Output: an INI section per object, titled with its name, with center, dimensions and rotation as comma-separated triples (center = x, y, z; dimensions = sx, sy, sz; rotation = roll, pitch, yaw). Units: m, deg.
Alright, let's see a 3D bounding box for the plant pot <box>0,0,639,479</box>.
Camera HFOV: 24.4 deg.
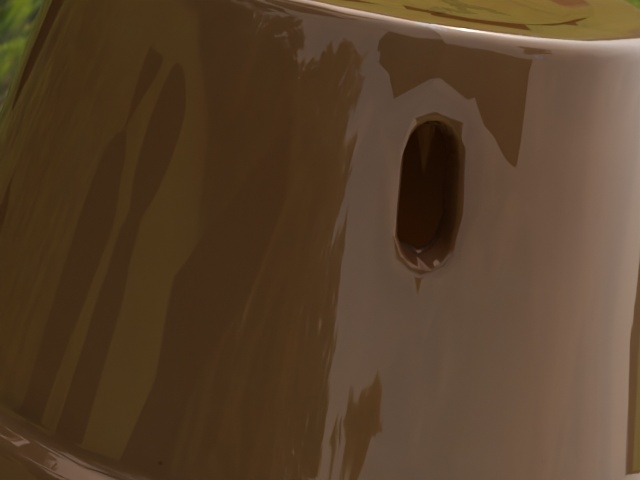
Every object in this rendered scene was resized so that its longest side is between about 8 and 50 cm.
[plant pot]
center = 0.000, 0.000, 0.528
dimensions = 0.291, 0.203, 0.291
rotation = 10, 18, -3
